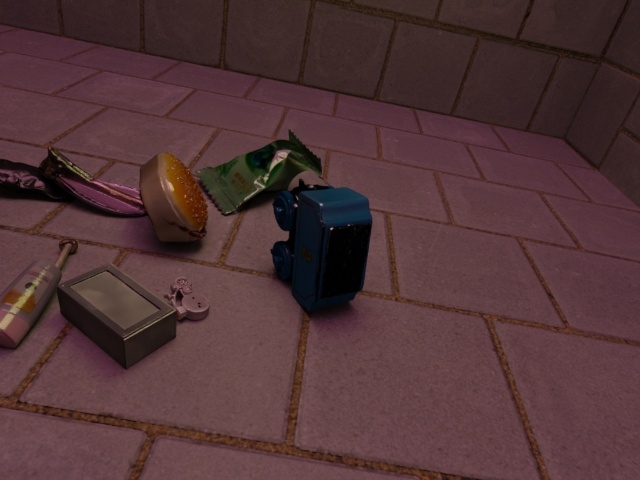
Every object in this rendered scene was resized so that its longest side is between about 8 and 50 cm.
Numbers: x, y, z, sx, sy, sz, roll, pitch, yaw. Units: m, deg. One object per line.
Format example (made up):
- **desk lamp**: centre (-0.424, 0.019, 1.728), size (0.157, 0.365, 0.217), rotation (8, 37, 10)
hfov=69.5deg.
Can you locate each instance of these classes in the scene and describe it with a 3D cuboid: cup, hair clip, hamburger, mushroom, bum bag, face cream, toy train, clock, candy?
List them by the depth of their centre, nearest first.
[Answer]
- **face cream**: centre (-0.621, 0.126, 0.963), size (0.084, 0.057, 0.198), rotation (31, 33, -20)
- **mushroom**: centre (-0.659, 0.085, 1.059), size (0.068, 0.043, 0.306), rotation (5, 31, 11)
- **clock**: centre (-0.319, 0.136, 1.089), size (0.087, 0.041, 0.129), rotation (-12, 44, -39)
- **toy train**: centre (0.000, 0.000, 1.168), size (0.188, 0.300, 0.265), rotation (-9, 28, -30)
- **hamburger**: centre (-0.408, -0.124, 1.300), size (0.151, 0.227, 0.295), rotation (-18, 41, -3)
- **bum bag**: centre (-0.878, -0.182, 1.356), size (0.310, 0.074, 0.137), rotation (13, 29, -25)
- **hair clip**: centre (-0.661, -0.157, 1.367), size (0.358, 0.096, 0.110), rotation (29, 4, -9)
- **cup**: centre (-0.012, -0.130, 1.553), size (0.134, 0.173, 0.142), rotation (-37, 52, -12)
- **candy**: centre (-0.213, -0.238, 1.603), size (0.398, 0.172, 0.263), rotation (-23, 41, -25)

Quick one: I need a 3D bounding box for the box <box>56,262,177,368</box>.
- **box**: centre (-0.434, 0.150, 0.987), size (0.225, 0.086, 0.129), rotation (28, 35, 24)
